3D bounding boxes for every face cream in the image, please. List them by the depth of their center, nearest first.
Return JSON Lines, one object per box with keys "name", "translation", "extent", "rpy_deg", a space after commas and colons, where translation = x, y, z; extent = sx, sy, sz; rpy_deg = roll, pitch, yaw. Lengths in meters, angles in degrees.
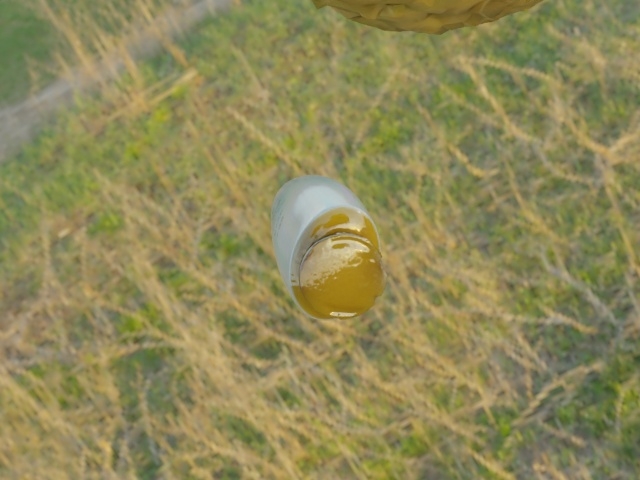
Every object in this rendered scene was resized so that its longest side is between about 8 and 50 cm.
{"name": "face cream", "translation": [0.000, 0.000, 0.752], "extent": [0.182, 0.051, 0.072], "rpy_deg": [-123, 50, -76]}

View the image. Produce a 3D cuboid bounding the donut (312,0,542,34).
{"name": "donut", "translation": [-0.028, -0.219, 0.323], "extent": [0.163, 0.378, 0.435], "rpy_deg": [-35, -22, 25]}
